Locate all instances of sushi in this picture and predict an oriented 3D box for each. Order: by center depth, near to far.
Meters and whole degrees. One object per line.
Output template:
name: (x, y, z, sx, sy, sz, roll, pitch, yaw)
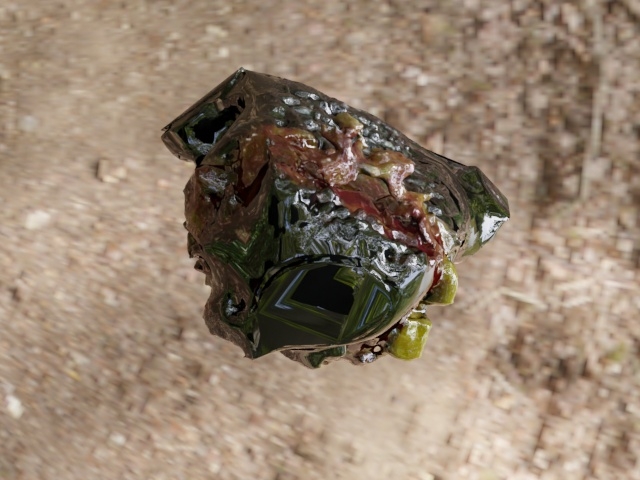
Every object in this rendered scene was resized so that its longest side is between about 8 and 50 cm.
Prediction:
sushi: (0.000, 0.000, 1.108, 0.153, 0.150, 0.172, -36, 115, 20)
